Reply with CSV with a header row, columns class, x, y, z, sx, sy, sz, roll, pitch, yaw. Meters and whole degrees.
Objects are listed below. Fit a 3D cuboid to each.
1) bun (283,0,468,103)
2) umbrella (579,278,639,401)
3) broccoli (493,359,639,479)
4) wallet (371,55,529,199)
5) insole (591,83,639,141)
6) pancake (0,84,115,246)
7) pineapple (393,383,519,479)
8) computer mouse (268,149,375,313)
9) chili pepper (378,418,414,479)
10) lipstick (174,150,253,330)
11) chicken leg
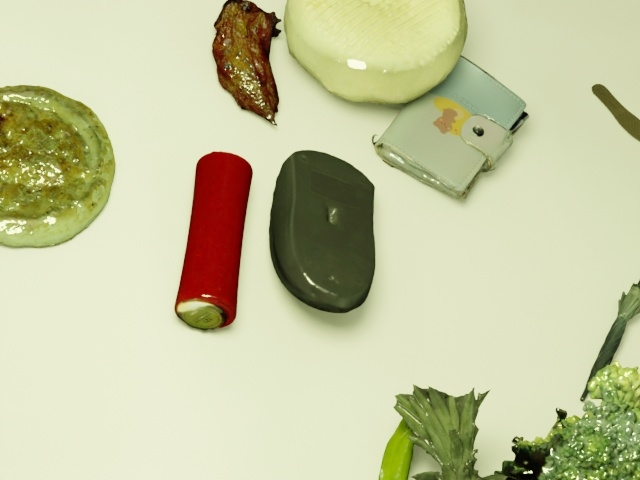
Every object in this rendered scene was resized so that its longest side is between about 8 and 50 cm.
class,x,y,z,sx,sy,sz,roll,pitch,yaw
bun,0.079,-0.300,1.868,0.287,0.146,0.287,4,47,-4
umbrella,0.414,0.126,1.780,0.044,0.044,0.269,48,59,-18
broccoli,0.332,0.272,1.557,0.243,0.247,0.263,-40,119,-67
wallet,0.195,-0.164,1.869,0.170,0.069,0.231,34,57,9
insole,0.486,-0.204,2.049,0.045,0.002,0.135,-27,70,-34
pancake,-0.377,-0.105,1.621,0.253,0.037,0.254,10,55,-14
pineapple,0.164,0.302,1.481,0.119,0.130,0.277,-4,73,-13
computer mouse,0.000,0.000,1.664,0.137,0.086,0.270,20,44,-19
chili pepper,0.101,0.267,1.544,0.050,0.052,0.202,15,50,13
lipstick,-0.134,-0.003,1.620,0.080,0.080,0.241,14,53,-12
chicken leg,-0.105,-0.269,1.827,0.105,0.063,0.234,6,57,-12
